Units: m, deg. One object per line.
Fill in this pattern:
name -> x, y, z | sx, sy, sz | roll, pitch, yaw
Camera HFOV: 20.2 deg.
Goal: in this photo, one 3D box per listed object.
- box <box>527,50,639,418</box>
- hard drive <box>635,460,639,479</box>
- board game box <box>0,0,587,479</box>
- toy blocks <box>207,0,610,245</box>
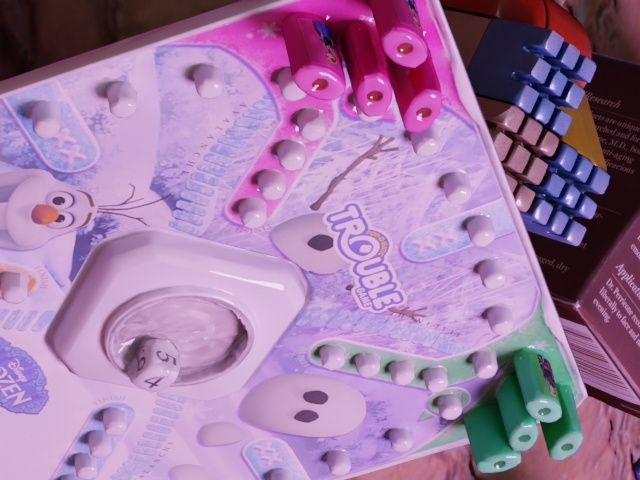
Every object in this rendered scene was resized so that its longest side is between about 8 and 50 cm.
box -> 0.216, -0.006, 1.347 | 0.203, 0.167, 0.168 | -52, 132, -15
hard drive -> 0.410, 0.264, 1.712 | 0.210, 0.040, 0.318 | -41, 129, -23
board game box -> -0.076, 0.054, 0.980 | 0.390, 0.050, 0.390 | -17, 138, 9
toy blocks -> 0.071, -0.082, 1.113 | 0.191, 0.261, 0.381 | 30, 84, -41
